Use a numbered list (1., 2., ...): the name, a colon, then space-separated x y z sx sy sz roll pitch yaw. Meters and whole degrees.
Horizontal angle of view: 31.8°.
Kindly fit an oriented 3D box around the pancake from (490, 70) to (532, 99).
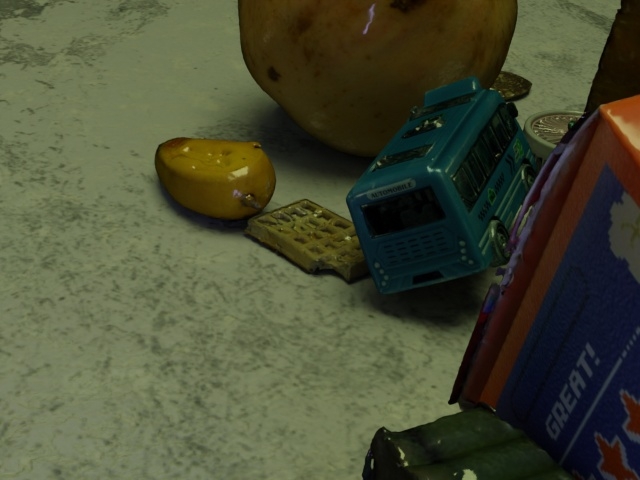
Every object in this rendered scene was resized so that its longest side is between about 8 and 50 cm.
1. pancake: 0.230 -0.214 1.524 0.115 0.011 0.115 4 29 -2

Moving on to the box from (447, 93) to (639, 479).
1. box: 0.305 0.067 0.619 0.349 0.318 0.257 -17 58 -17

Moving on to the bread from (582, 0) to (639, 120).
1. bread: 0.413 -0.124 1.062 0.279 0.279 0.207 32 50 25

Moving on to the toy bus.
1. toy bus: 0.120 -0.053 1.061 0.113 0.134 0.246 -15 19 29

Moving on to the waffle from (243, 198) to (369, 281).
1. waffle: 0.000 0.000 1.101 0.092 0.021 0.135 -20 37 -39

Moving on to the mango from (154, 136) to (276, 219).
1. mango: -0.112 -0.068 1.162 0.101 0.066 0.187 -27 36 -31

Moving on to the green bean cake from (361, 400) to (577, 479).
1. green bean cake: 0.098 0.201 0.603 0.094 0.173 0.181 -12 31 -25

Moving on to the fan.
1. fan: 0.341 -0.111 1.295 0.244 0.074 0.130 -11 32 -27

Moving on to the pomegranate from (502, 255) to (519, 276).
1. pomegranate: 0.267 0.010 0.961 0.263 0.211 0.211 -11 23 23

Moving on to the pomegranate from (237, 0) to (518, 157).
1. pomegranate: 0.048 -0.248 1.285 0.343 0.342 0.342 4 29 -2
